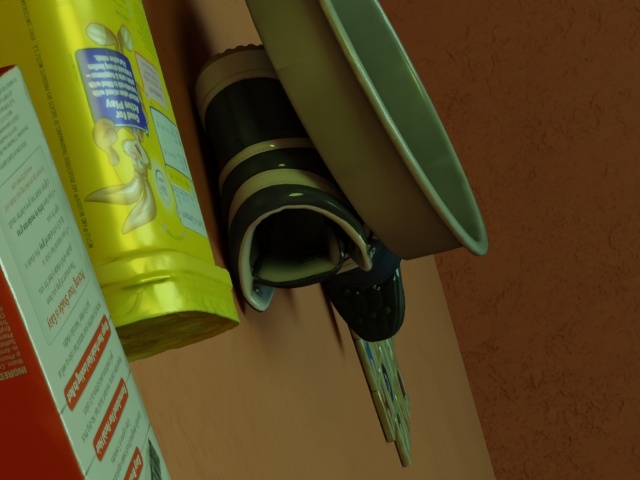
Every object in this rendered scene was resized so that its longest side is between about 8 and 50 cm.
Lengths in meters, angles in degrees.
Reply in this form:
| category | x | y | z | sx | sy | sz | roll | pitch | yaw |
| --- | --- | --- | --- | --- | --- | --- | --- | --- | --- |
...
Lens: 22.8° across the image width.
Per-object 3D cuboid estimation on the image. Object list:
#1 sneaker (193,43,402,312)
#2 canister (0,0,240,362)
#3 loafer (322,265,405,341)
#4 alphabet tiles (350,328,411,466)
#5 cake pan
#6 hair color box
| category | x | y | z | sx | sy | sz | roll | pitch | yaw |
| --- | --- | --- | --- | --- | --- | --- | --- | --- | --- |
| sneaker | 0.000 | 0.000 | 1.121 | 0.282 | 0.099 | 0.153 | 52 | 17 | -53 |
| canister | -0.095 | -0.040 | 0.624 | 0.126 | 0.073 | 0.170 | 34 | 39 | -79 |
| loafer | 0.027 | -0.018 | 1.454 | 0.078 | 0.076 | 0.223 | -24 | 94 | -75 |
| alphabet tiles | 0.043 | 0.053 | 1.676 | 0.285 | 0.011 | 0.342 | -83 | 156 | -72 |
| cake pan | 0.026 | -0.110 | 1.097 | 0.293 | 0.054 | 0.293 | 58 | 13 | -21 |
| hair color box | -0.099 | 0.037 | 0.503 | 0.093 | 0.053 | 0.167 | -83 | 155 | -74 |
